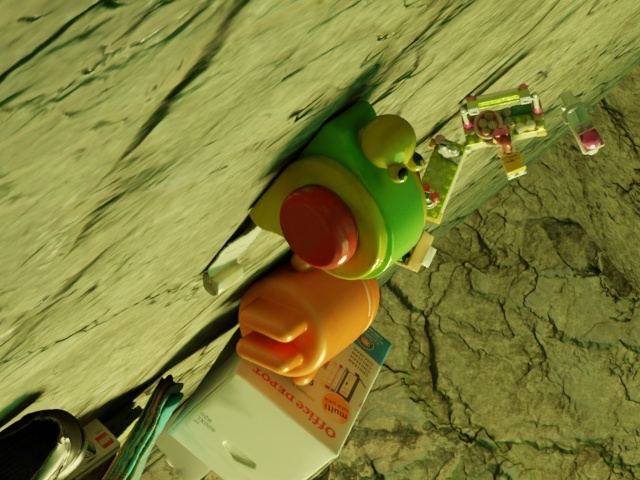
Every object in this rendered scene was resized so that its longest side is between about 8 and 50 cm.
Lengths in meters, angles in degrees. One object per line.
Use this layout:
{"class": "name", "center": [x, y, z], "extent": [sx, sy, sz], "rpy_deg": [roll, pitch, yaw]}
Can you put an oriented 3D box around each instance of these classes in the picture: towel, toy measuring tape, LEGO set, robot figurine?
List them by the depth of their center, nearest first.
{"class": "toy measuring tape", "center": [0.000, 0.000, 1.150], "extent": [0.121, 0.121, 0.330], "rpy_deg": [-35, 173, -37]}
{"class": "LEGO set", "center": [0.172, -0.091, 1.564], "extent": [0.287, 0.132, 0.107], "rpy_deg": [-33, 166, 3]}
{"class": "robot figurine", "center": [-0.012, 0.082, 1.659], "extent": [0.128, 0.158, 0.219], "rpy_deg": [-22, -174, 38]}
{"class": "towel", "center": [-0.261, 0.342, 1.662], "extent": [0.370, 0.040, 0.271], "rpy_deg": [-69, -176, -73]}
{"class": "towel", "center": [-0.293, 0.269, 1.835], "extent": [0.148, 0.027, 0.110], "rpy_deg": [-38, 173, -10]}

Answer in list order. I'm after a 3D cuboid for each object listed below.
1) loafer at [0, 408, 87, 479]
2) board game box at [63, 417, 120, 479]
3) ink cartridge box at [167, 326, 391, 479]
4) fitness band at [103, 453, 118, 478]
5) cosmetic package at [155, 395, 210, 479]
{"class": "loafer", "center": [-0.296, 0.213, 1.168], "extent": [0.220, 0.080, 0.078], "rpy_deg": [-43, 166, -18]}
{"class": "board game box", "center": [-0.368, 0.358, 1.699], "extent": [0.193, 0.053, 0.305], "rpy_deg": [-33, 164, -44]}
{"class": "ink cartridge box", "center": [-0.049, 0.193, 1.797], "extent": [0.168, 0.171, 0.233], "rpy_deg": [-45, -171, 38]}
{"class": "fitness band", "center": [-0.383, 0.378, 1.989], "extent": [0.209, 0.054, 0.291], "rpy_deg": [-40, 173, 13]}
{"class": "cosmetic package", "center": [-0.188, 0.326, 2.486], "extent": [0.107, 0.127, 0.238], "rpy_deg": [-34, 174, -46]}
